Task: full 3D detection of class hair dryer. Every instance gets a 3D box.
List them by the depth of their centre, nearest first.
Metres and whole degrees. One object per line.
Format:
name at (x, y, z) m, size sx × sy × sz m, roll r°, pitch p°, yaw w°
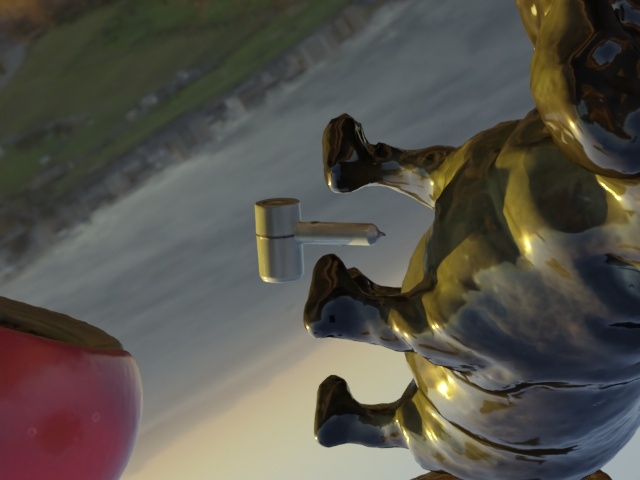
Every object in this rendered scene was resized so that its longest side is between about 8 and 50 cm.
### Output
hair dryer at (0.000, 0.000, 1.459) m, size 0.137 × 0.082 × 0.047 m, roll 0°, pitch -167°, yaw 21°

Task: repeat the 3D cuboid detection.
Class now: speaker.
speaker at (-0.301, 0.142, 1.249) m, size 0.294 × 0.294 × 0.294 m, roll -32°, pitch 176°, yaw -2°

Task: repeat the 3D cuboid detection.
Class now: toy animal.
toy animal at (0.083, 0.004, 0.498) m, size 0.168 × 0.106 × 0.343 m, roll 12°, pitch 155°, yaw -9°

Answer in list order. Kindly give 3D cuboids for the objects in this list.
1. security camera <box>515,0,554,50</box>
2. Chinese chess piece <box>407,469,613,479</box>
security camera at (0.166, -0.139, 0.578) m, size 0.195 × 0.236 × 0.194 m, roll 4°, pitch 173°, yaw 1°
Chinese chess piece at (0.111, 0.249, 1.025) m, size 0.257 × 0.104 × 0.257 m, roll -16°, pitch -167°, yaw 4°
